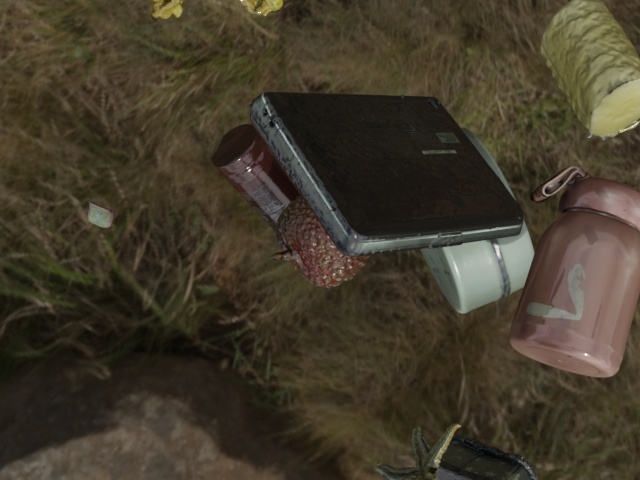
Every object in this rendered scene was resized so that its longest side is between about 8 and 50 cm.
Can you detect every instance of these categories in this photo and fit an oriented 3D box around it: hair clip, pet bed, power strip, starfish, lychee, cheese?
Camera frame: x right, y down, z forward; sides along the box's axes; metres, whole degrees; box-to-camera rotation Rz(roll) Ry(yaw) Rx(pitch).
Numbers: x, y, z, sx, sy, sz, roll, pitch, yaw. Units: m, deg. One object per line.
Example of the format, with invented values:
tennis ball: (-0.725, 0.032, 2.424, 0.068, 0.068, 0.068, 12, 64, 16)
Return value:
hair clip: (-0.465, -0.058, 1.969, 0.054, 0.022, 0.137, 20, 161, -7)
pet bed: (0.330, 0.500, 1.890, 0.211, 0.159, 0.183, 10, 118, 42)
power strip: (0.270, -0.049, 1.809, 0.161, 0.357, 0.358, -24, 111, -1)
starfish: (0.182, 0.384, 1.625, 0.053, 0.208, 0.176, 39, 97, -19)
lychee: (0.000, 0.000, 1.541, 0.165, 0.197, 0.165, 39, 150, 28)
cheese: (0.374, -0.235, 1.266, 0.093, 0.167, 0.123, -14, 147, -9)

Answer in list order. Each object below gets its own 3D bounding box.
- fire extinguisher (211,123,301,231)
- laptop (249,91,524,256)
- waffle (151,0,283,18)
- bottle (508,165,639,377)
fire extinguisher: (-0.087, -0.087, 1.922, 0.135, 0.114, 0.337, 1, 144, 43)
laptop: (0.060, -0.057, 0.726, 0.154, 0.207, 0.026, 57, 132, 27)
waffle: (-0.140, -0.339, 1.168, 0.194, 0.051, 0.149, 11, 133, 10)
bottle: (0.400, 0.043, 1.450, 0.206, 0.173, 0.297, 22, 79, -8)
